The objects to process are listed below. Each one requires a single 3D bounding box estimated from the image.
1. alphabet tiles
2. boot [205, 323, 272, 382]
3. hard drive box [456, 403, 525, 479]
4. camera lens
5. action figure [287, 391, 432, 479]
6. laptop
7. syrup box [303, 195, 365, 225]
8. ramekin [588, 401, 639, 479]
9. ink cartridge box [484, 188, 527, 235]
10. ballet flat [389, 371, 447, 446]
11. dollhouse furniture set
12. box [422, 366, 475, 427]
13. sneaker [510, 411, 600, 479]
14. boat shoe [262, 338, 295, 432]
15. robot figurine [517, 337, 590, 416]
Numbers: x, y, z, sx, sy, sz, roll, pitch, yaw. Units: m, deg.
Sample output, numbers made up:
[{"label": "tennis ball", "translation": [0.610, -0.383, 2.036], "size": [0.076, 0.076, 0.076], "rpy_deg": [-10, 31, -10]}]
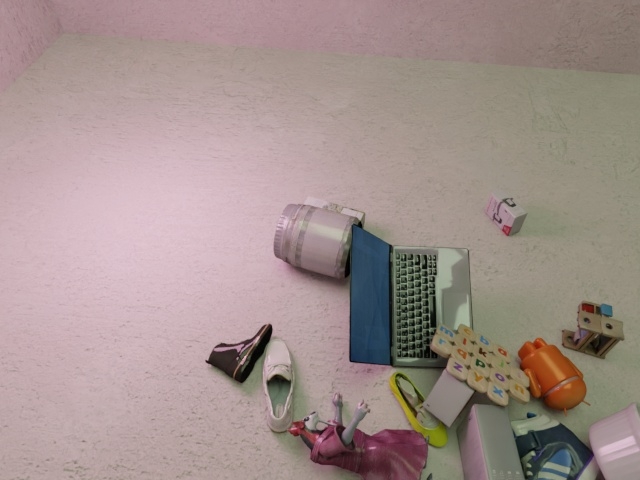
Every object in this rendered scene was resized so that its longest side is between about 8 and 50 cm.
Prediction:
[{"label": "alphabet tiles", "translation": [0.441, 0.337, 1.288], "size": [0.284, 0.021, 0.278], "rpy_deg": [30, 26, 12]}, {"label": "boot", "translation": [-0.246, 0.318, 1.423], "size": [0.136, 0.077, 0.198], "rpy_deg": [19, 49, 21]}, {"label": "hard drive box", "translation": [0.420, 0.556, 1.160], "size": [0.089, 0.181, 0.232], "rpy_deg": [2, 49, -1]}, {"label": "camera lens", "translation": [0.000, 0.000, 1.609], "size": [0.274, 0.220, 0.220], "rpy_deg": [15, 50, 11]}, {"label": "action figure", "translation": [0.090, 0.544, 1.191], "size": [0.369, 0.248, 0.276], "rpy_deg": [10, 76, 6]}, {"label": "laptop", "translation": [0.279, 0.173, 1.369], "size": [0.407, 0.236, 0.383], "rpy_deg": [2, 74, -1]}, {"label": "syrup box", "translation": [0.042, -0.076, 1.761], "size": [0.236, 0.096, 0.093], "rpy_deg": [16, 48, 13]}, {"label": "ramekin", "translation": [0.782, 0.550, 1.127], "size": [0.277, 0.135, 0.277], "rpy_deg": [37, 32, -28]}, {"label": "ink cartridge box", "translation": [0.715, -0.111, 1.805], "size": [0.063, 0.109, 0.151], "rpy_deg": [-20, 52, -14]}, {"label": "ballet flat", "translation": [0.271, 0.465, 1.303], "size": [0.077, 0.077, 0.231], "rpy_deg": [-24, 54, -19]}, {"label": "dollhouse furniture set", "translation": [0.857, 0.249, 1.479], "size": [0.128, 0.129, 0.184], "rpy_deg": [15, 51, 12]}, {"label": "box", "translation": [0.373, 0.405, 1.279], "size": [0.091, 0.130, 0.170], "rpy_deg": [35, 23, 25]}, {"label": "sneaker", "translation": [0.530, 0.586, 1.185], "size": [0.322, 0.130, 0.236], "rpy_deg": [-34, 49, -24]}, {"label": "boat shoe", "translation": [-0.117, 0.396, 1.337], "size": [0.098, 0.096, 0.277], "rpy_deg": [-5, 49, -7]}, {"label": "robot figurine", "translation": [0.669, 0.393, 1.348], "size": [0.158, 0.128, 0.220], "rpy_deg": [22, 30, -45]}]
